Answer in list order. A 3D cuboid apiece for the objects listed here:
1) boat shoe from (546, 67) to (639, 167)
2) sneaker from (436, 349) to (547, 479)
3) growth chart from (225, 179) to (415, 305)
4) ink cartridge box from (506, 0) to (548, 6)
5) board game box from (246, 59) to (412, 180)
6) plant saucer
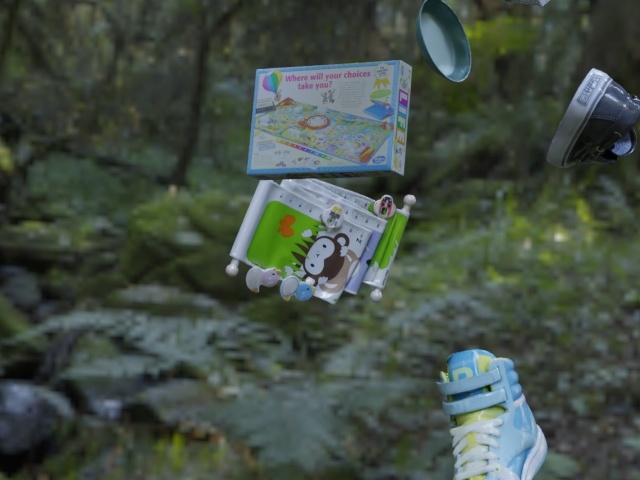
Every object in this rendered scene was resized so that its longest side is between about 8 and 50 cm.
[{"bbox_3d":[0.282,-0.111,1.644,0.076,0.080,0.228,30,-11,8],"label":"boat shoe"},{"bbox_3d":[0.207,0.271,2.225,0.127,0.208,0.319,-15,17,21],"label":"sneaker"},{"bbox_3d":[0.000,0.000,2.111,0.237,0.172,0.021,13,2,-26],"label":"growth chart"},{"bbox_3d":[0.211,-0.321,1.815,0.180,0.060,0.104,22,-29,57],"label":"ink cartridge box"},{"bbox_3d":[0.007,-0.110,1.516,0.154,0.104,0.026,0,-10,30],"label":"board game box"},{"bbox_3d":[0.160,-0.265,2.187,0.021,0.119,0.119,-19,-15,34],"label":"plant saucer"}]
